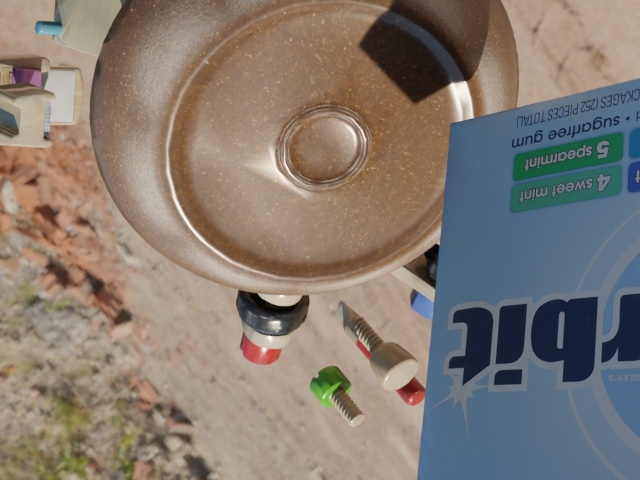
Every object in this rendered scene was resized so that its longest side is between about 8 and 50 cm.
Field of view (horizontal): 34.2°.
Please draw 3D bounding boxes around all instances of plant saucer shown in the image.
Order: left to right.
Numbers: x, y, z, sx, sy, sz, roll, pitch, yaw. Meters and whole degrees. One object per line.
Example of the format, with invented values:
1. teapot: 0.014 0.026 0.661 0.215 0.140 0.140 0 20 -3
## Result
1. plant saucer: -0.001 -0.048 0.463 0.036 0.198 0.198 -109 3 -55

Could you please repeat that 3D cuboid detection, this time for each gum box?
1. gum box: 0.106 0.037 0.336 0.157 0.184 0.041 -9 157 44

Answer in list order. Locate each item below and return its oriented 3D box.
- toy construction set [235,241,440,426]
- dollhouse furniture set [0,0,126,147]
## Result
1. toy construction set: 0.000 0.000 0.959 0.237 0.257 0.309 48 159 37
2. dollhouse furniture set: -0.128 -0.192 0.807 0.303 0.198 0.286 21 110 44
